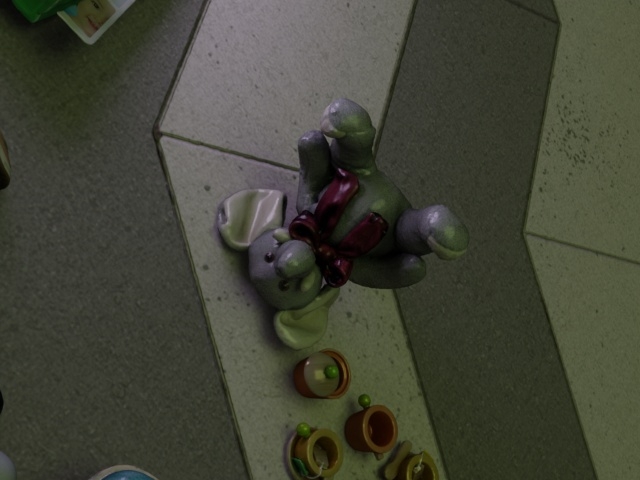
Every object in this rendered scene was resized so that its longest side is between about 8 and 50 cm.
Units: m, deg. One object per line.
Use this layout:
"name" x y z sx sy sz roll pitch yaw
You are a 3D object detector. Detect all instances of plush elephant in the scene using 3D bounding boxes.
"plush elephant" 0.000 0.000 1.510 0.255 0.330 0.272 -39 89 -18

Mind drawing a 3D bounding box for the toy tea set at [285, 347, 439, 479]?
"toy tea set" 0.073 0.310 1.540 0.336 0.124 0.200 49 51 -17

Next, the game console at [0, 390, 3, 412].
"game console" -0.476 0.123 1.108 0.173 0.250 0.293 47 46 15

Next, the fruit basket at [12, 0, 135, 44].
"fruit basket" -0.333 -0.472 1.422 0.327 0.165 0.353 49 47 -18

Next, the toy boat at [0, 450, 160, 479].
"toy boat" -0.282 0.338 1.147 0.318 0.148 0.267 43 55 -18

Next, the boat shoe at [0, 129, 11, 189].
"boat shoe" -0.418 -0.145 1.261 0.068 0.190 0.072 -1 51 0
